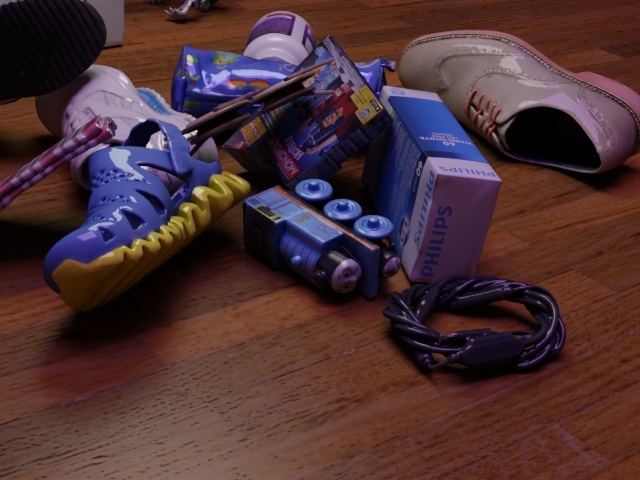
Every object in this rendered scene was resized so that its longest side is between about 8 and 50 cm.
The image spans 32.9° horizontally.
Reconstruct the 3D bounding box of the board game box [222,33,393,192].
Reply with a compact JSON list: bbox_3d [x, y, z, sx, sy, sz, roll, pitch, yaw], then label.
[{"bbox_3d":[-0.019,-0.134,1.333,0.194,0.060,0.194,-38,41,9],"label":"board game box"}]

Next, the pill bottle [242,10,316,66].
[{"bbox_3d":[-0.064,-0.271,1.638,0.108,0.108,0.193,6,27,0],"label":"pill bottle"}]

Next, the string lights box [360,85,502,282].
[{"bbox_3d":[0.120,-0.069,1.259,0.077,0.133,0.259,5,27,-14],"label":"string lights box"}]

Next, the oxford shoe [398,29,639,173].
[{"bbox_3d":[0.263,-0.201,1.547,0.397,0.140,0.146,21,38,31],"label":"oxford shoe"}]

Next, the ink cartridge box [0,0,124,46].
[{"bbox_3d":[-0.491,-0.381,1.746,0.289,0.121,0.211,-19,37,-41],"label":"ink cartridge box"}]

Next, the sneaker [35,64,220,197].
[{"bbox_3d":[-0.267,-0.132,1.322,0.305,0.114,0.152,26,32,33],"label":"sneaker"}]

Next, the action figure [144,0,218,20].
[{"bbox_3d":[-0.268,-0.483,1.983,0.276,0.141,0.164,21,8,-34],"label":"action figure"}]

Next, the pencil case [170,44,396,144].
[{"bbox_3d":[-0.053,-0.199,1.487,0.306,0.119,0.133,4,6,-2],"label":"pencil case"}]

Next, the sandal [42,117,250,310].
[{"bbox_3d":[-0.193,-0.035,1.101,0.138,0.126,0.317,52,25,-5],"label":"sandal"}]

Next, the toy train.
[{"bbox_3d":[0.000,0.000,1.171,0.105,0.080,0.184,-26,43,-32],"label":"toy train"}]

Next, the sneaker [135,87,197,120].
[{"bbox_3d":[-0.229,-0.155,1.432,0.162,0.063,0.073,27,37,35],"label":"sneaker"}]

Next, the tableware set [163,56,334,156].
[{"bbox_3d":[-0.077,-0.147,1.256,0.194,0.039,0.128,-30,6,-38],"label":"tableware set"}]

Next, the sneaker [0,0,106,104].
[{"bbox_3d":[-0.426,-0.221,1.360,0.330,0.122,0.146,-25,23,-1],"label":"sneaker"}]

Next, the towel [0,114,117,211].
[{"bbox_3d":[-0.303,-0.069,1.154,0.197,0.029,0.144,-35,13,-1],"label":"towel"}]

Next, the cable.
[{"bbox_3d":[0.157,0.081,1.088,0.184,0.047,0.150,-11,27,-25],"label":"cable"}]
